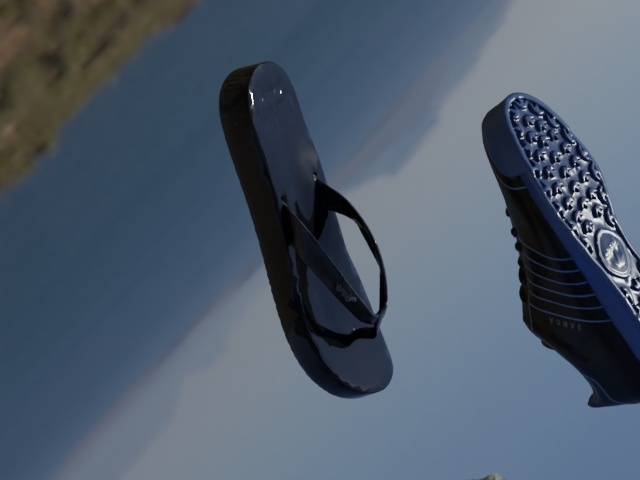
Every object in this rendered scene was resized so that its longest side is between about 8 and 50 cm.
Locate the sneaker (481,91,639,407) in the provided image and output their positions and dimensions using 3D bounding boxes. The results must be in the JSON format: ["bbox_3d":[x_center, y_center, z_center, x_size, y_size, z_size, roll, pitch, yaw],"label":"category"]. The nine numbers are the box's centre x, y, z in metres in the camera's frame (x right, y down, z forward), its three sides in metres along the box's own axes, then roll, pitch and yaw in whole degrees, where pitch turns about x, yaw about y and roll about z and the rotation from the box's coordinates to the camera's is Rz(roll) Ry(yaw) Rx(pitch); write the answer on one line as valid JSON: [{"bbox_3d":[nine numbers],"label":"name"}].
[{"bbox_3d":[0.164,0.014,1.344,0.090,0.232,0.081,-28,-174,39],"label":"sneaker"}]

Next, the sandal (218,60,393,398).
[{"bbox_3d":[0.000,0.000,1.343,0.054,0.254,0.097,-10,-155,27],"label":"sandal"}]

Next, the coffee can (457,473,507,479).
[{"bbox_3d":[-0.019,0.249,1.127,0.275,0.201,0.201,-8,-169,14],"label":"coffee can"}]
